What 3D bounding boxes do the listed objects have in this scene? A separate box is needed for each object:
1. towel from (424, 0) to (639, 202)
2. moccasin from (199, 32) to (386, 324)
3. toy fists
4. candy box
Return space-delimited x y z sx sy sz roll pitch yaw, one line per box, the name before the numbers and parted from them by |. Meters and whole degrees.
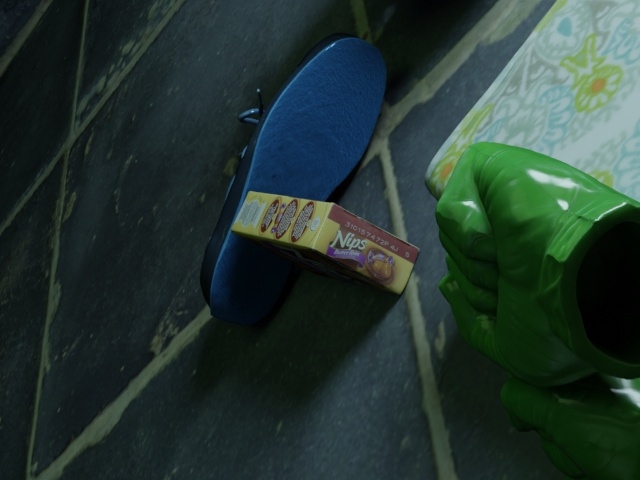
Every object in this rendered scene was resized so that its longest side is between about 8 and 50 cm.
towel | 0.256 -0.112 0.796 0.321 0.090 0.374 -54 24 -3
moccasin | -0.053 -0.078 1.275 0.342 0.137 0.117 -58 24 6
toy fists | 0.151 0.066 0.679 0.096 0.279 0.142 -37 31 -8
candy box | 0.000 0.000 1.144 0.186 0.109 0.053 8 73 61
